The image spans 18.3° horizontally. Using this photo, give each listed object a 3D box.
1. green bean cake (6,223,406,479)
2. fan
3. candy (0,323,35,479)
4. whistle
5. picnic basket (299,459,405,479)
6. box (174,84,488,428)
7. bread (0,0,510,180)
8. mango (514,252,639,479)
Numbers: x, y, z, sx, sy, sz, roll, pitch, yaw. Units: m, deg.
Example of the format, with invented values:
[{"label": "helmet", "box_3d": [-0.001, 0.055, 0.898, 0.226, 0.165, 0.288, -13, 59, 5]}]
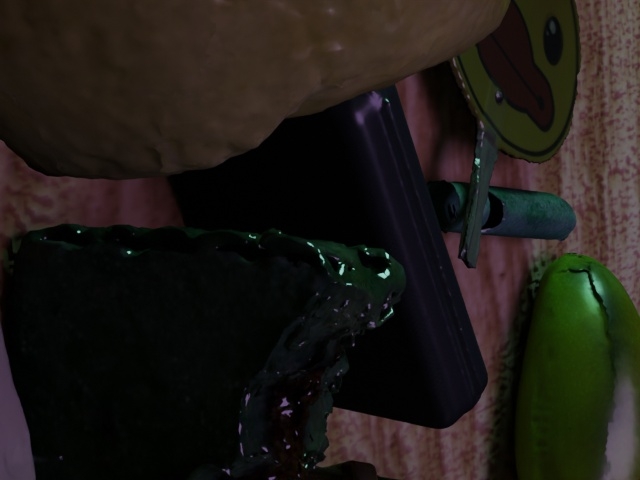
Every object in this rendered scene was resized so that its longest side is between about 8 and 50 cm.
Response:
[{"label": "green bean cake", "box_3d": [-0.061, 0.095, 1.014, 0.107, 0.193, 0.208, 5, 90, -62]}, {"label": "fan", "box_3d": [0.127, -0.128, 1.404, 0.229, 0.011, 0.335, 46, 46, -43]}, {"label": "candy", "box_3d": [-0.274, 0.060, 0.724, 0.358, 0.145, 0.208, -32, 118, -51]}, {"label": "whistle", "box_3d": [0.129, -0.020, 1.427, 0.186, 0.039, 0.039, 4, 89, -58]}, {"label": "picnic basket", "box_3d": [0.058, 0.233, 1.247, 0.266, 0.139, 0.165, 23, 74, -55]}, {"label": "box", "box_3d": [0.000, 0.000, 1.121, 0.050, 0.160, 0.230, -47, 130, -36]}, {"label": "bread", "box_3d": [-0.064, -0.176, 0.877, 0.320, 0.320, 0.237, -42, 138, -47]}, {"label": "mango", "box_3d": [0.203, 0.120, 1.493, 0.125, 0.111, 0.233, 48, 40, -61]}]
